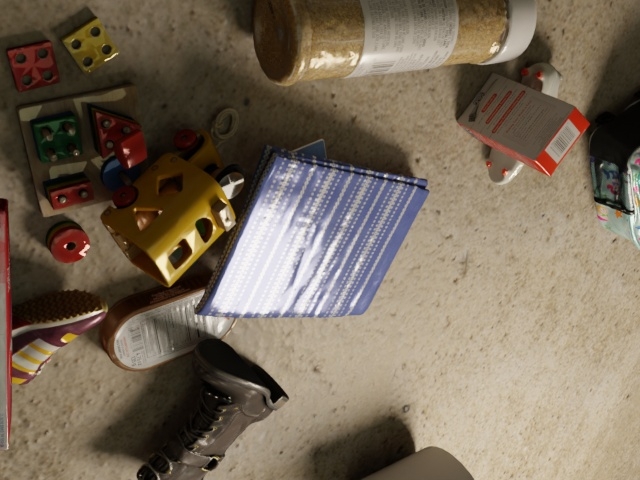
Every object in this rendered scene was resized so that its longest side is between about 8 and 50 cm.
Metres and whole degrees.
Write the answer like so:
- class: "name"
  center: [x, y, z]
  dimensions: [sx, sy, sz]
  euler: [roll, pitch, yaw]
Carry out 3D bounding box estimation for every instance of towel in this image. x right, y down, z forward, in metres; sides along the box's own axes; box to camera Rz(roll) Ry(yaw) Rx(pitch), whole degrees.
- class: "towel"
  center: [0.000, 0.000, 1.097]
  dimensions: [0.336, 0.040, 0.243]
  euler: [6, 115, -48]

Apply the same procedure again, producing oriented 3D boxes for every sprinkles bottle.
- class: "sprinkles bottle"
  center: [0.098, -0.266, 0.983]
  dimensions: [0.356, 0.121, 0.121]
  euler: [-13, 123, -28]

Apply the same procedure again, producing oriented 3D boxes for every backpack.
- class: "backpack"
  center: [0.588, -0.109, 1.378]
  dimensions: [0.225, 0.191, 0.253]
  euler: [-34, 135, -15]

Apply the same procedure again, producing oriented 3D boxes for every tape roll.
- class: "tape roll"
  center: [0.176, 0.511, 1.417]
  dimensions: [0.169, 0.246, 0.246]
  euler: [-18, 125, -25]

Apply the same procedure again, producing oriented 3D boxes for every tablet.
- class: "tablet"
  center: [-0.028, -0.100, 1.074]
  dimensions: [0.083, 0.006, 0.054]
  euler: [-25, 127, -21]

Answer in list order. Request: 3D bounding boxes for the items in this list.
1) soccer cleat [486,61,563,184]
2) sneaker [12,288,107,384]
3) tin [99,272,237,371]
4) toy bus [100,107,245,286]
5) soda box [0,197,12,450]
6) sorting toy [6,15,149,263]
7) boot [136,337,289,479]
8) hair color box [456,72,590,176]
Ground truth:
- class: "soccer cleat"
  center: [0.320, -0.175, 1.229]
  dimensions: [0.076, 0.068, 0.196]
  euler: [6, 110, -40]
- class: "sneaker"
  center: [-0.341, 0.122, 0.954]
  dimensions: [0.186, 0.069, 0.083]
  euler: [-17, 123, -15]
- class: "tin"
  center: [-0.197, 0.110, 1.065]
  dimensions: [0.190, 0.040, 0.106]
  euler: [-20, 130, -24]
- class: "toy bus"
  center: [-0.147, -0.043, 0.923]
  dimensions: [0.191, 0.104, 0.202]
  euler: [-10, 123, -53]
- class: "soda box"
  center: [-0.376, 0.089, 0.845]
  dimensions: [0.092, 0.083, 0.263]
  euler: [-1, 102, -19]
- class: "sorting toy"
  center: [-0.256, -0.103, 0.890]
  dimensions: [0.132, 0.046, 0.274]
  euler: [-18, 124, -25]
- class: "boot"
  center: [-0.169, 0.266, 1.120]
  dimensions: [0.229, 0.091, 0.263]
  euler: [-44, 148, -3]
- class: "hair color box"
  center: [0.285, -0.168, 1.138]
  dimensions: [0.053, 0.167, 0.093]
  euler: [33, 96, -42]
